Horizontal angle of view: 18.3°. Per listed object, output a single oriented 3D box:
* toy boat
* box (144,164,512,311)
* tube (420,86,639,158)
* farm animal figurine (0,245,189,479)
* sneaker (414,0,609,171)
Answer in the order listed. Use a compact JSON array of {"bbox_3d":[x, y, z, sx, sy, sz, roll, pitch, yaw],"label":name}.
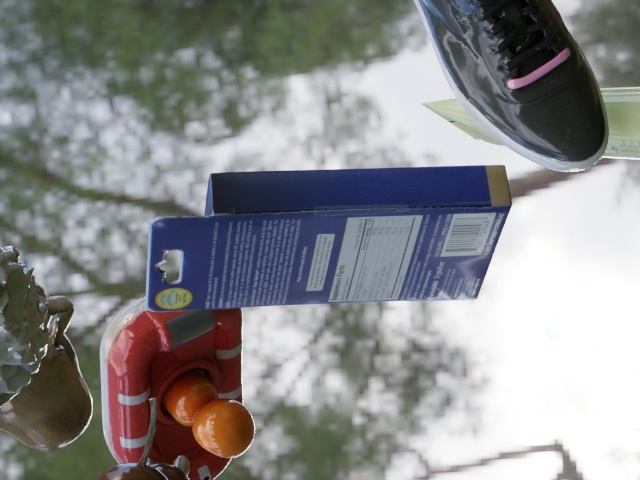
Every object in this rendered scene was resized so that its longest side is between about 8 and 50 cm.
[{"bbox_3d":[-0.122,0.160,1.945,0.151,0.151,0.231,-26,-42,-28],"label":"toy boat"},{"bbox_3d":[0.000,0.000,1.280,0.136,0.225,0.036,103,162,-62],"label":"box"},{"bbox_3d":[0.204,-0.099,1.649,0.062,0.240,0.070,-44,-55,-41],"label":"tube"},{"bbox_3d":[-0.223,0.088,1.089,0.327,0.330,0.172,54,-137,-42],"label":"farm animal figurine"},{"bbox_3d":[0.133,-0.186,1.526,0.296,0.104,0.147,59,174,3],"label":"sneaker"}]
